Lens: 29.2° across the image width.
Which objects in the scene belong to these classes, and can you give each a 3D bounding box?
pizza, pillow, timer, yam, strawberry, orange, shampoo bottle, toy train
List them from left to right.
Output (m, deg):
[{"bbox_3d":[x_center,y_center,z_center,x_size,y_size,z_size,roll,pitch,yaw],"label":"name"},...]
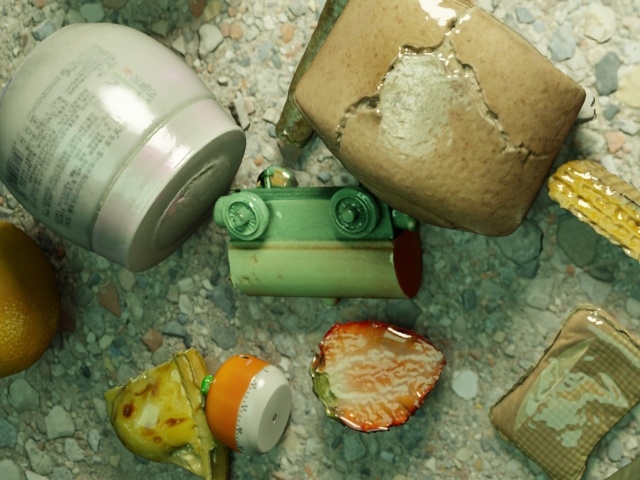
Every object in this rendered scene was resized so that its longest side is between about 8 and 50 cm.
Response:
[{"bbox_3d":[-0.483,0.085,1.757,0.236,0.236,0.236,6,102,28],"label":"orange"},{"bbox_3d":[-0.255,-0.119,1.557,0.266,0.273,0.273,38,116,9],"label":"shampoo bottle"},{"bbox_3d":[-0.217,0.269,1.722,0.188,0.080,0.204,-22,90,31],"label":"pizza"},{"bbox_3d":[-0.107,0.213,1.643,0.136,0.099,0.136,-2,86,34],"label":"timer"},{"bbox_3d":[0.000,0.000,1.541,0.285,0.116,0.177,-1,112,28],"label":"toy train"},{"bbox_3d":[0.015,-0.241,1.508,0.061,0.061,0.274,35,115,19],"label":"yam"},{"bbox_3d":[0.075,0.159,1.540,0.187,0.082,0.146,-17,96,24],"label":"strawberry"},{"bbox_3d":[0.298,0.181,1.445,0.135,0.034,0.211,41,115,18],"label":"pillow"}]

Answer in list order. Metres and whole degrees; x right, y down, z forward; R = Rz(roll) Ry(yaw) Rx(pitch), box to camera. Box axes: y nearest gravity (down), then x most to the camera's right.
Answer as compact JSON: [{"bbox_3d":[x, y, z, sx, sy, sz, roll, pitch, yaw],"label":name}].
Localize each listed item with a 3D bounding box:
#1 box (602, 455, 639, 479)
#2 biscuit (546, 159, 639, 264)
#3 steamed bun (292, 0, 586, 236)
[{"bbox_3d":[0.379,0.336,1.326,0.166,0.220,0.290,48,118,-1],"label":"box"},{"bbox_3d":[0.410,0.033,1.320,0.378,0.094,0.054,38,109,17],"label":"biscuit"},{"bbox_3d":[0.124,-0.158,1.349,0.301,0.199,0.251,34,92,16],"label":"steamed bun"}]
